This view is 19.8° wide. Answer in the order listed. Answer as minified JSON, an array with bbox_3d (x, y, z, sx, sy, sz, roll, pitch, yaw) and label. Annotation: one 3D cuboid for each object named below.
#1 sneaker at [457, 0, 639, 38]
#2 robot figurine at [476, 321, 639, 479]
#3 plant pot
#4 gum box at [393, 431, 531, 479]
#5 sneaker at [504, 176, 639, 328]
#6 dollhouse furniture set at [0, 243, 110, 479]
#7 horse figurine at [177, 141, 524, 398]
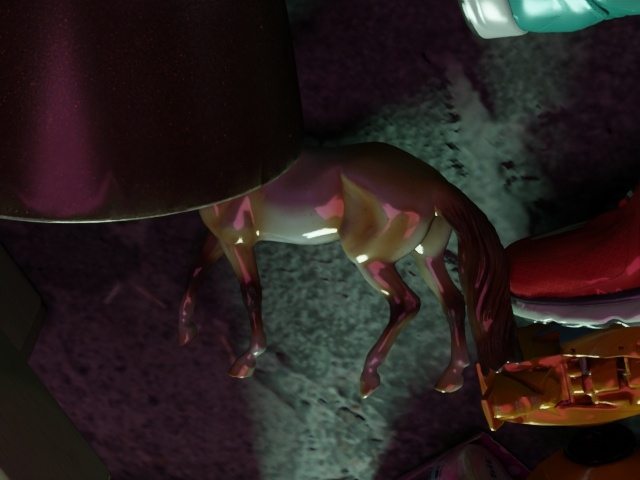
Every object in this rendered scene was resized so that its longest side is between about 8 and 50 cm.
[{"bbox_3d":[0.134,-0.216,0.816,0.178,0.124,0.295,0,136,18],"label":"sneaker"},{"bbox_3d":[0.246,0.108,1.062,0.291,0.085,0.211,-9,115,14],"label":"robot figurine"},{"bbox_3d":[-0.114,-0.156,0.889,0.215,0.215,0.230,4,114,8],"label":"plant pot"},{"bbox_3d":[0.120,0.215,1.203,0.188,0.062,0.107,42,124,-20],"label":"gum box"},{"bbox_3d":[0.215,-0.039,0.979,0.279,0.107,0.118,-21,102,22],"label":"sneaker"},{"bbox_3d":[-0.328,0.091,0.986,0.362,0.394,0.256,-18,122,24],"label":"dollhouse furniture set"},{"bbox_3d":[0.000,0.000,1.038,0.263,0.066,0.174,9,111,23],"label":"horse figurine"}]
